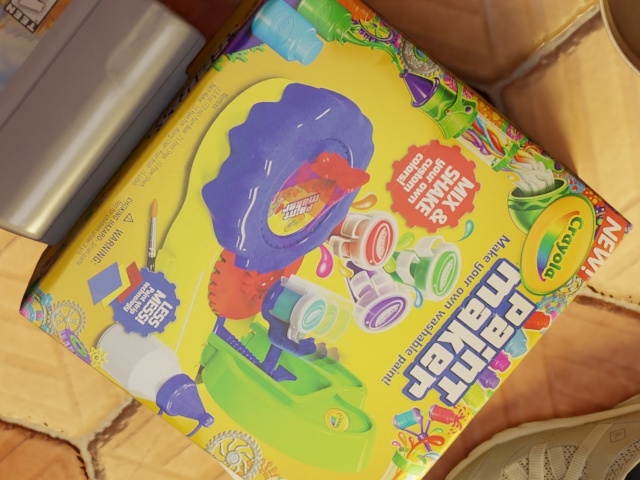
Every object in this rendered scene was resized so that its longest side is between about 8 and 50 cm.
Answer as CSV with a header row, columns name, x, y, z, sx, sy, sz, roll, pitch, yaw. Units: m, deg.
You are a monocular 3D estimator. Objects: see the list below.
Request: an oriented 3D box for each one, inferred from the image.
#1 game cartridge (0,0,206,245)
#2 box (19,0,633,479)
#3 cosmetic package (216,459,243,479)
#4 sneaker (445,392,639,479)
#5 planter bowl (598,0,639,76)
name,x,y,z,sx,sy,sz,roll,pitch,yaw
game cartridge,-0.235,-0.138,1.165,0.297,0.062,0.198,39,89,27
box,0.000,0.000,1.183,0.279,0.177,0.290,37,97,-11
cosmetic package,-0.080,0.083,1.324,0.099,0.060,0.239,-36,102,19
sneaker,0.194,0.188,1.297,0.281,0.115,0.105,-30,104,17
planter bowl,0.263,-0.181,1.148,0.162,0.109,0.162,3,111,7
